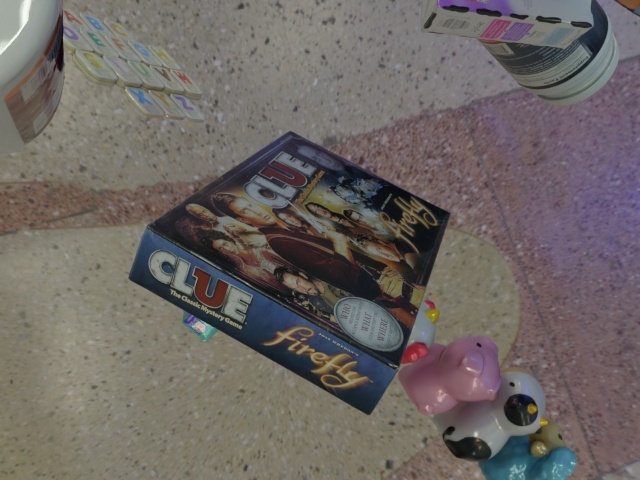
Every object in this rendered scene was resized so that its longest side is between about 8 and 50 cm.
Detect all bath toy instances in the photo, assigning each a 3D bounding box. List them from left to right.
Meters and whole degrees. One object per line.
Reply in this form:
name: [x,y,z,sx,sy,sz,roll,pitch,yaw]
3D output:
bath toy: [0.187,0.190,0.814,0.151,0.129,0.348,-47,111,-4]

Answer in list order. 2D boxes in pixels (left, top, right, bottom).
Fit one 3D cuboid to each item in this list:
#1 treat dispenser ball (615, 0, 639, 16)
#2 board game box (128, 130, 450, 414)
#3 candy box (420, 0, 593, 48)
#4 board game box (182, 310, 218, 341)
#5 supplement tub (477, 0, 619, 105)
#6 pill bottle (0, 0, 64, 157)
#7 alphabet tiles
treat dispenser ball: [0.317,-0.291,0.440,0.288,0.288,0.288,1,81,-4]
board game box: [0.000,0.000,0.461,0.165,0.243,0.042,28,118,5]
candy box: [0.230,-0.336,0.777,0.196,0.070,0.165,5,82,-7]
board game box: [-0.107,0.029,0.907,0.210,0.160,0.047,-42,110,6]
supplement tub: [0.404,-0.387,1.146,0.272,0.191,0.191,29,78,-37]
pill bottle: [-0.361,-0.192,0.594,0.224,0.392,0.224,1,89,-22]
alphabet tiles: [-0.333,-0.313,1.119,0.278,0.284,0.021,48,114,14]
